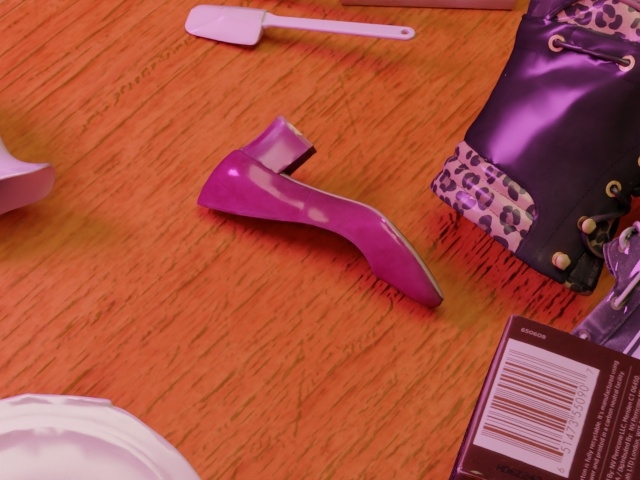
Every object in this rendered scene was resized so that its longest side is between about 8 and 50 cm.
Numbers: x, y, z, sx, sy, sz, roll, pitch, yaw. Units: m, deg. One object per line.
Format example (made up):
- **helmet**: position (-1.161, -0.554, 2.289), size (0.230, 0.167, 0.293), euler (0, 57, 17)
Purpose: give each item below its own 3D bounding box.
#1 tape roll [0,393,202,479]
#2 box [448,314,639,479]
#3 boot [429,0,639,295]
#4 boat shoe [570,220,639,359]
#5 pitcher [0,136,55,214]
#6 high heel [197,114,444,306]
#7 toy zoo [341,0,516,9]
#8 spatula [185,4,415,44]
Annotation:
- **tape roll**: position (-0.209, 0.259, 1.358), size (0.286, 0.100, 0.286), euler (3, 73, -11)
- **box**: position (0.189, 0.202, 1.471), size (0.167, 0.203, 0.168), euler (19, 51, 6)
- **boot**: position (0.307, -0.075, 1.671), size (0.377, 0.284, 0.138), euler (34, 10, 12)
- **boat shoe**: position (0.290, 0.036, 1.570), size (0.119, 0.335, 0.121), euler (39, 11, 21)
- **pitcher**: position (-0.373, -0.086, 1.674), size (0.178, 0.125, 0.207), euler (-37, 76, -16)
- **high heel**: position (0.000, 0.000, 1.705), size (0.117, 0.082, 0.244), euler (-45, 82, -1)
- **toy zoo**: position (0.105, -0.372, 2.036), size (0.192, 0.030, 0.293), euler (0, 51, -10)
- **spatula**: position (-0.008, -0.261, 1.910), size (0.242, 0.019, 0.168), euler (8, 49, 9)
